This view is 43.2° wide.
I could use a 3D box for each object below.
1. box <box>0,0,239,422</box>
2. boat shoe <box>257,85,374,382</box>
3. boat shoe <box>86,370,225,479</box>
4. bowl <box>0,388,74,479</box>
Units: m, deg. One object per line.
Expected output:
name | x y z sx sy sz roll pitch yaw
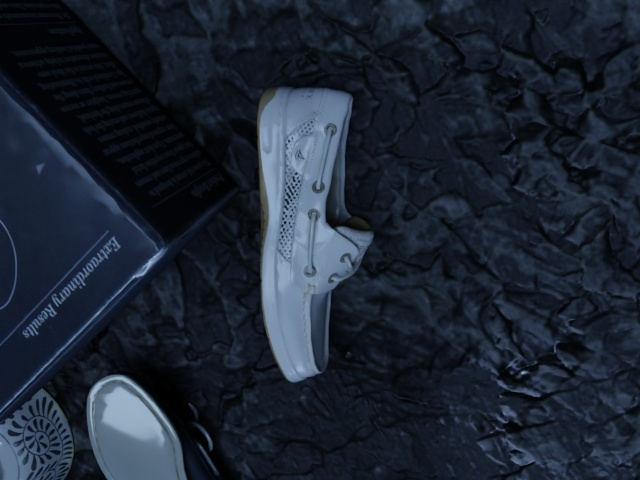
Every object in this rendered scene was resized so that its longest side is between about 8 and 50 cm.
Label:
box | -0.326 -0.069 0.714 0.293 0.212 0.395 -42 95 19
boat shoe | 0.000 0.000 0.734 0.096 0.098 0.277 0 106 11
boat shoe | -0.153 0.238 0.846 0.095 0.079 0.255 -29 102 15
bowl | -0.367 0.233 0.884 0.170 0.080 0.170 3 108 10
